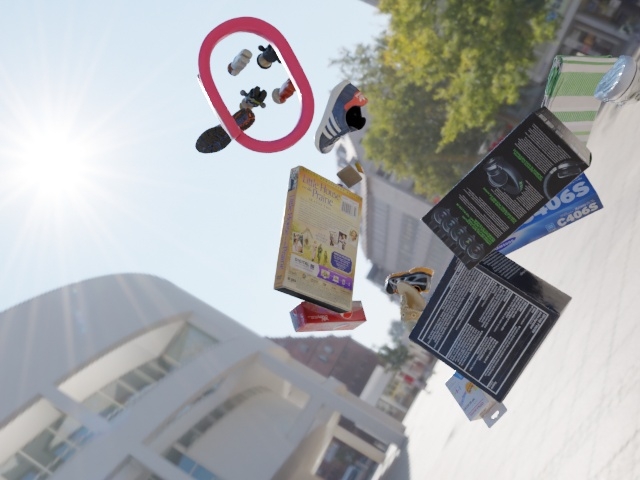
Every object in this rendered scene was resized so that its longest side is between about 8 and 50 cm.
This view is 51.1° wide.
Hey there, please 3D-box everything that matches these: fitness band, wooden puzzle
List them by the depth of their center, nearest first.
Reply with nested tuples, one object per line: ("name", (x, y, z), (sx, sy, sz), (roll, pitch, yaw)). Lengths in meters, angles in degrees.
("fitness band", (-0.135, -0.324, 1.411), (0.209, 0.291, 0.054), (-29, 6, -9))
("wooden puzzle", (0.102, -0.225, 2.332), (0.116, 0.079, 0.014), (-25, 26, 27))

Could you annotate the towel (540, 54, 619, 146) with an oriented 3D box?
("towel", (0.761, -0.399, 2.028), (0.247, 0.038, 0.325), (-8, -56, -25))

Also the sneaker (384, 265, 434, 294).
("sneaker", (0.287, 0.150, 2.218), (0.215, 0.084, 0.083), (-29, 50, 52))

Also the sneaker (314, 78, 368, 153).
("sneaker", (0.083, -0.428, 2.510), (0.131, 0.148, 0.350), (-45, -14, -34))

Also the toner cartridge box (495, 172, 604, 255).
("toner cartridge box", (0.634, -0.089, 1.986), (0.347, 0.075, 0.165), (-29, 38, 18))

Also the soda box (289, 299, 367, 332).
("soda box", (0.029, 0.262, 2.318), (0.263, 0.084, 0.092), (2, -29, -36))

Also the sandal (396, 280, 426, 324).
("sandal", (0.292, 0.239, 2.119), (0.079, 0.088, 0.240), (-51, -53, -30))

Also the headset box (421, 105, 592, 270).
("headset box", (0.336, -0.095, 1.218), (0.283, 0.131, 0.246), (-46, -7, 24))

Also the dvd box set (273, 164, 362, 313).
("dvd box set", (0.000, 0.000, 2.208), (0.307, 0.062, 0.421), (23, -116, -39))

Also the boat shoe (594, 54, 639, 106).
("boat shoe", (0.579, -0.295, 1.262), (0.226, 0.075, 0.083), (-35, -33, -72))

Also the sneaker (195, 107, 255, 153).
("sneaker", (-0.310, -0.349, 2.183), (0.221, 0.083, 0.087), (-33, 10, -13))

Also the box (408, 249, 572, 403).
("box", (0.443, 0.206, 1.756), (0.182, 0.294, 0.296), (-18, -42, -56))

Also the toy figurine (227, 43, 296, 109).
("toy figurine", (-0.201, -0.551, 2.268), (0.209, 0.213, 0.148), (-26, 4, -30))

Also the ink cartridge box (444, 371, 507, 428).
("ink cartridge box", (0.474, 0.477, 2.045), (0.061, 0.181, 0.104), (0, -47, -39))
